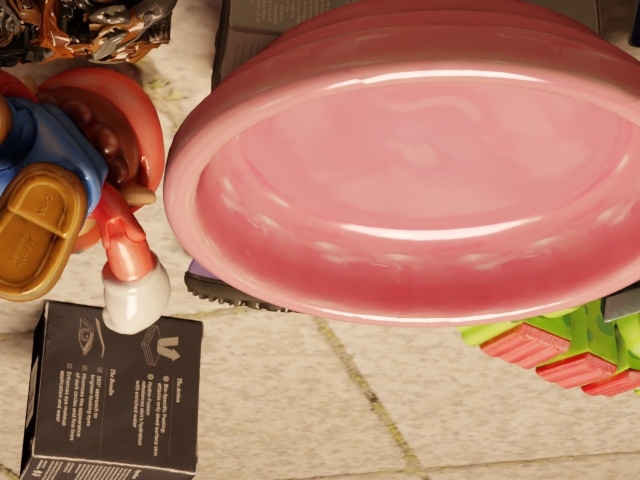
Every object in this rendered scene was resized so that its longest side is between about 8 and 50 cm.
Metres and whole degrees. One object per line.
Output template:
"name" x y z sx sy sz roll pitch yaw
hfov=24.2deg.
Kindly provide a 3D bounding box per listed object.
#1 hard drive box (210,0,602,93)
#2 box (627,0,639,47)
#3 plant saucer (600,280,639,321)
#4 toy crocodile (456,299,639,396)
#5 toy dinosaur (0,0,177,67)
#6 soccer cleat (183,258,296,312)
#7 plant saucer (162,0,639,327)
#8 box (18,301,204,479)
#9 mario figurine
"hard drive box" 0.047 -0.113 0.989 0.232 0.089 0.181 5 152 -8
"box" 0.310 -0.171 0.926 0.225 0.036 0.136 -1 152 3
"plant saucer" 0.235 0.038 1.087 0.067 0.018 0.192 -19 176 9
"toy crocodile" 0.223 0.086 1.349 0.341 0.105 0.115 22 146 -34
"toy dinosaur" -0.246 -0.153 0.874 0.322 0.164 0.218 -15 173 -15
"soccer cleat" 0.000 0.000 1.213 0.109 0.116 0.318 7 173 -36
"plant saucer" 0.071 -0.048 0.928 0.332 0.084 0.332 1 152 1
"box" -0.200 0.156 1.439 0.158 0.156 0.093 9 152 -15
"mario figurine" -0.198 -0.022 0.981 0.170 0.198 0.320 -7 -176 4
